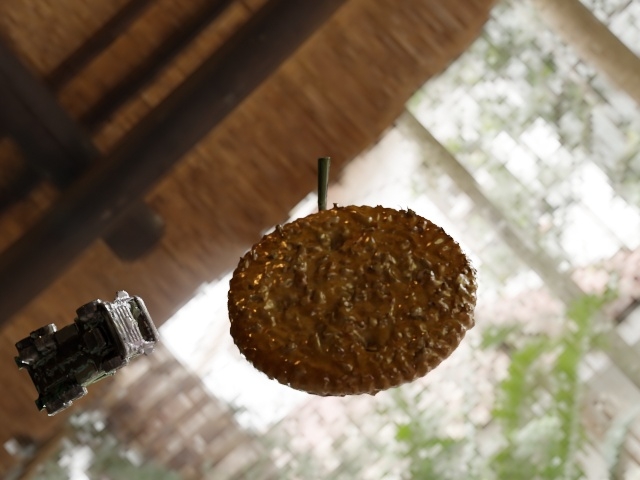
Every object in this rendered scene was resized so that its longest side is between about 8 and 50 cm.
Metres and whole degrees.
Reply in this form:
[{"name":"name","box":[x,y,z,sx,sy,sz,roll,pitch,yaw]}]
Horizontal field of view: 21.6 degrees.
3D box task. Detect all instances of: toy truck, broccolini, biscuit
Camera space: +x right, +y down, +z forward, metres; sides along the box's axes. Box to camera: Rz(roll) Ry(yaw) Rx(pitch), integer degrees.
[{"name":"toy truck","box":[-0.312,0.147,2.283,0.216,0.110,0.116,-32,-8,38]},{"name":"broccolini","box":[-0.001,0.000,2.177,0.042,0.044,0.218,-8,-73,-37]},{"name":"biscuit","box":[0.029,0.052,1.637,0.254,0.254,0.035,-36,-40,-23]}]
